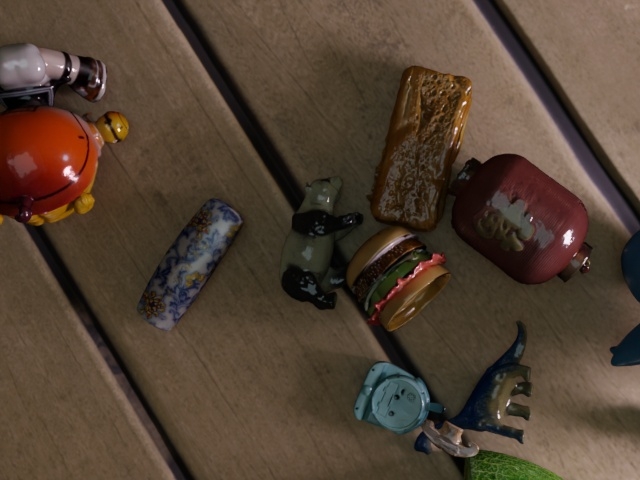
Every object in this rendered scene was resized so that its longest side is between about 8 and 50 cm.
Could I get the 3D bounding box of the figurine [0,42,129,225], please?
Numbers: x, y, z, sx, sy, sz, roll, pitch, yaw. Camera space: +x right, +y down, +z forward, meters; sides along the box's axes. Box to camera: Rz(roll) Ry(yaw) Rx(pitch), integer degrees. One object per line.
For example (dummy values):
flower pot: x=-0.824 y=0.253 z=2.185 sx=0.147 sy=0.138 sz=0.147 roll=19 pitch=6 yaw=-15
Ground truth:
figurine: x=-0.493 y=-0.167 z=1.621 sx=0.320 sy=0.196 sz=0.323 roll=-10 pitch=77 yaw=1

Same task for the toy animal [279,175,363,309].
toy animal: x=0.000 y=0.000 z=1.606 sx=0.121 sy=0.094 sz=0.225 roll=12 pitch=91 yaw=17

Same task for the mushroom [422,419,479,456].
mushroom: x=0.212 y=0.325 z=1.550 sx=0.101 sy=0.019 sz=0.049 roll=24 pitch=92 yaw=9

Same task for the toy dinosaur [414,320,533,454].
toy dinosaur: x=0.258 y=0.246 z=1.575 sx=0.188 sy=0.075 sz=0.248 roll=6 pitch=94 yaw=18

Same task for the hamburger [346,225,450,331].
hamburger: x=0.120 y=0.054 z=1.555 sx=0.175 sy=0.175 sz=0.137 roll=-42 pitch=72 yaw=5

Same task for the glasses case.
glasses case: x=-0.227 y=0.040 z=1.644 sx=0.087 sy=0.065 sz=0.248 roll=34 pitch=94 yaw=10

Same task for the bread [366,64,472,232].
bread: x=0.164 y=-0.153 z=1.591 sx=0.139 sy=0.077 sz=0.271 roll=13 pitch=88 yaw=12

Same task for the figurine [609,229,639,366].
figurine: x=0.610 y=0.160 z=1.441 sx=0.298 sy=0.243 sz=0.416 roll=-34 pitch=46 yaw=8

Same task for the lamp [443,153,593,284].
lamp: x=0.319 y=-0.027 z=1.522 sx=0.258 sy=0.180 sz=0.180 roll=40 pitch=94 yaw=6

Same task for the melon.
melon: x=0.372 y=0.467 z=1.525 sx=0.323 sy=0.196 sz=0.124 roll=21 pitch=126 yaw=0

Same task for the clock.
clock: x=0.137 y=0.275 z=1.593 sx=0.147 sy=0.045 sz=0.108 roll=23 pitch=93 yaw=12
